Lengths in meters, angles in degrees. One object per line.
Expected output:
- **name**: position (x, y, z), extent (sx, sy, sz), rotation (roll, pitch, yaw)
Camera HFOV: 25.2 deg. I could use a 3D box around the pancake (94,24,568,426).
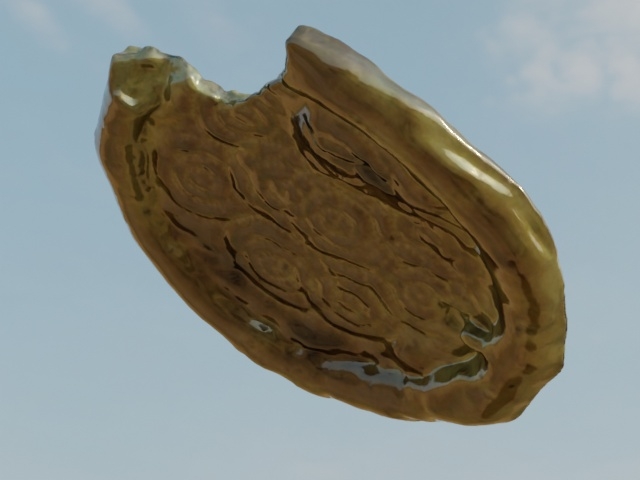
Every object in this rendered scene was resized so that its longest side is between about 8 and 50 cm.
- **pancake**: position (0.000, 0.000, 0.594), extent (0.235, 0.029, 0.212), rotation (-7, -55, 49)
